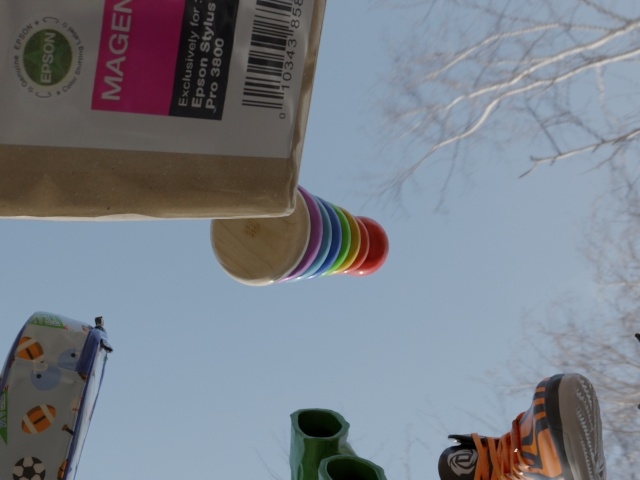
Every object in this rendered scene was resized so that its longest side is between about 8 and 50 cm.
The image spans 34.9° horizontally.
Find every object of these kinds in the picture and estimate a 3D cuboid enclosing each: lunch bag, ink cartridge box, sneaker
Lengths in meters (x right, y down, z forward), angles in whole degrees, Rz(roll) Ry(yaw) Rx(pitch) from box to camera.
[{"bbox_3d":[-0.343,0.232,1.270,0.115,0.243,0.303,16,-101,-6],"label":"lunch bag"},{"bbox_3d":[-0.086,-0.129,0.453,0.193,0.088,0.234,-4,-74,-49],"label":"ink cartridge box"},{"bbox_3d":[0.208,0.240,1.089,0.180,0.321,0.124,-1,-125,18],"label":"sneaker"}]

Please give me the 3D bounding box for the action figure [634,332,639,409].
[{"bbox_3d":[0.349,0.060,0.737,0.164,0.276,0.141,35,-121,-7],"label":"action figure"}]

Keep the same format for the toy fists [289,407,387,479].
[{"bbox_3d":[0.025,0.318,1.253,0.096,0.279,0.142,-2,-76,-16],"label":"toy fists"}]

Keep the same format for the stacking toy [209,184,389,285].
[{"bbox_3d":[0.000,0.000,1.375,0.141,0.330,0.141,-4,-97,30],"label":"stacking toy"}]
